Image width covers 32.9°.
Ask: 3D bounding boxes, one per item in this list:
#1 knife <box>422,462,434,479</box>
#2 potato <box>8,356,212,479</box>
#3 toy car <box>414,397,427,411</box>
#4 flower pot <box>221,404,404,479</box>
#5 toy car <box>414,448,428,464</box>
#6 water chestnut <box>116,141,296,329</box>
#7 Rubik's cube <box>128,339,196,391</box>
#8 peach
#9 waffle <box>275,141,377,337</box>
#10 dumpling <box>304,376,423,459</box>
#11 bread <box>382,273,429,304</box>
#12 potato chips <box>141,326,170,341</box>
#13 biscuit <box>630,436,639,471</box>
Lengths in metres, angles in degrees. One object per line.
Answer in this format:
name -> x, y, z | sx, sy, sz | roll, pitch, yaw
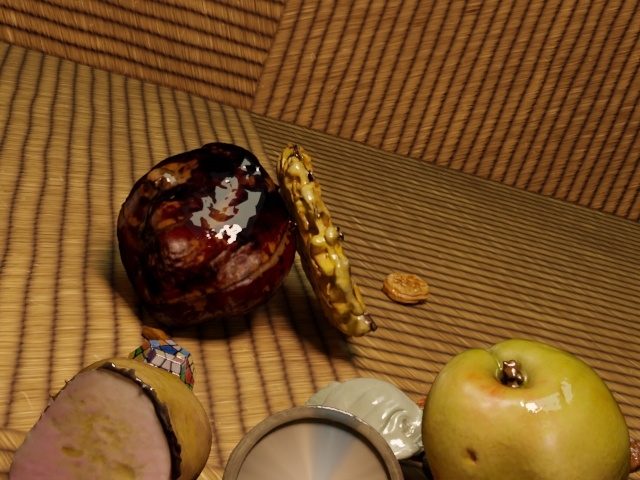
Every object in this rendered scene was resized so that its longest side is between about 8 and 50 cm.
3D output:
knife -> 0.195, 0.392, 1.661 | 0.023, 0.010, 0.170 | 16, 18, -30
potato -> -0.243, 0.247, 1.373 | 0.229, 0.229, 0.266 | 22, 4, 6
toy car -> 0.218, 0.297, 1.902 | 0.122, 0.035, 0.059 | 11, 25, -31
flower pot -> -0.019, 0.322, 1.314 | 0.212, 0.212, 0.202 | 20, -21, 1
toy car -> 0.214, 0.327, 1.789 | 0.205, 0.056, 0.095 | 12, 22, -24
water chestnut -> -0.192, 0.021, 1.930 | 0.335, 0.347, 0.335 | -9, 42, 8
Rubik's cube -> -0.240, 0.201, 1.618 | 0.111, 0.111, 0.093 | 16, -6, -12
peach -> 0.298, 0.294, 1.560 | 0.281, 0.315, 0.314 | -21, 15, 8
waffle -> 0.000, 0.000, 2.015 | 0.095, 0.379, 0.382 | -19, 2, -3
dumpling -> 0.073, 0.293, 1.699 | 0.219, 0.108, 0.152 | 16, 59, 34
bread -> 0.190, 0.108, 2.378 | 0.111, 0.044, 0.083 | 2, 30, -38
potato chips -> -0.243, 0.194, 1.739 | 0.037, 0.026, 0.204 | 6, 24, -28
biscuit -> 0.514, 0.366, 2.023 | 0.188, 0.027, 0.188 | 17, 20, -6
